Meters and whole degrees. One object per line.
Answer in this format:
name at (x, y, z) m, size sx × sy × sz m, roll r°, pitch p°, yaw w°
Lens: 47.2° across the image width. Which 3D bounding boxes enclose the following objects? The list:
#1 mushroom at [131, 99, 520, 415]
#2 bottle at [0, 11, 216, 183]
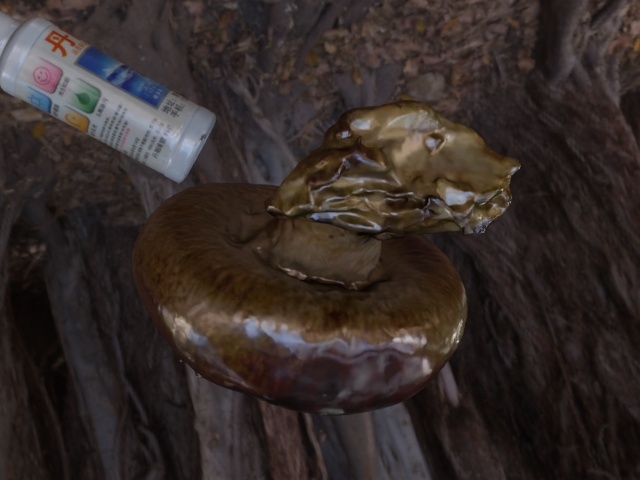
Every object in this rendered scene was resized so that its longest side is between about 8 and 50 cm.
mushroom at (-0.021, 0.007, 0.720) m, size 0.331 × 0.356 × 0.334 m, roll -8°, pitch -149°, yaw -4°
bottle at (-0.180, -0.114, 0.505) m, size 0.217 × 0.060 × 0.060 m, roll 27°, pitch 157°, yaw -12°
